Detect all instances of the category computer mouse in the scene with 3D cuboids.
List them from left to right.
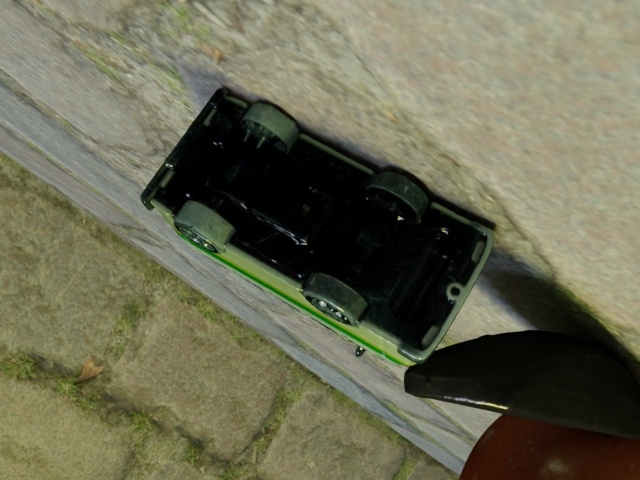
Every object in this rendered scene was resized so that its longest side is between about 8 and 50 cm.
[{"bbox_3d":[0.204,0.127,0.731,0.269,0.086,0.137,16,167,-31],"label":"computer mouse"}]

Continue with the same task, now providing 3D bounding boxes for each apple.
[{"bbox_3d":[0.315,0.340,0.891,0.348,0.277,0.348,29,166,8],"label":"apple"}]

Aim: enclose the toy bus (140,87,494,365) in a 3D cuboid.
[{"bbox_3d":[0.000,0.000,0.694,0.276,0.134,0.165,30,166,13],"label":"toy bus"}]
